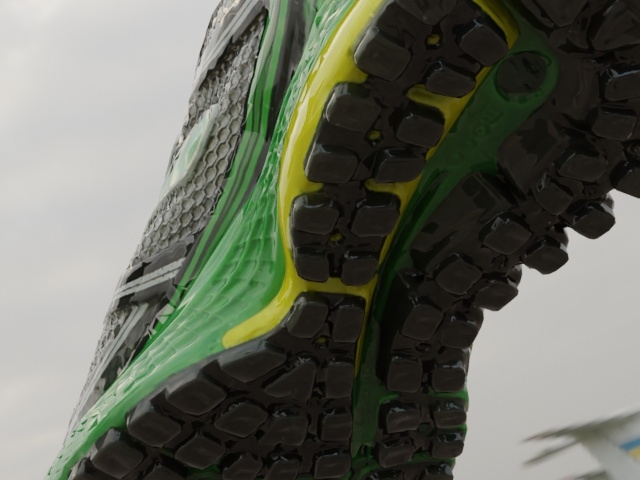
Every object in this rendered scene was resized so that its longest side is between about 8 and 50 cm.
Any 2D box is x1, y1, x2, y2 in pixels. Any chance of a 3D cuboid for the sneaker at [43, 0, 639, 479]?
[{"bbox_3d":[0.000,0.000,0.460,0.134,0.146,0.343,17,-55,-27],"label":"sneaker"}]
